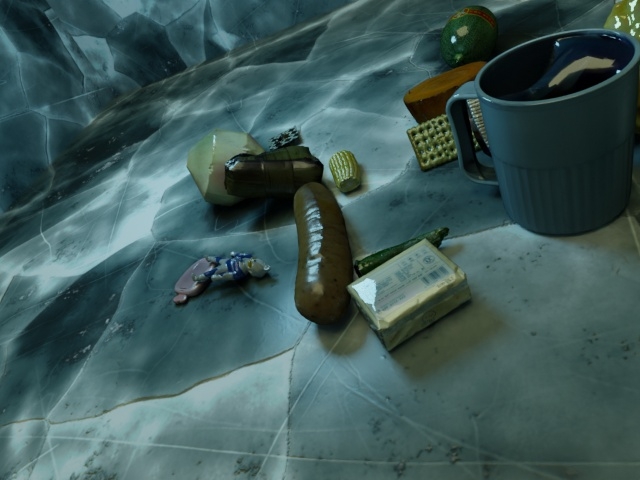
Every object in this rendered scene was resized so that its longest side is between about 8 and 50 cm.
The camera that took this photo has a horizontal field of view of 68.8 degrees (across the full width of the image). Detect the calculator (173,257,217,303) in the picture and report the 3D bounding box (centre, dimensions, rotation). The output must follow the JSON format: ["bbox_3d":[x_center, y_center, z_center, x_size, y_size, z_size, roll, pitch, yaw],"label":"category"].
[{"bbox_3d":[-0.347,0.107,1.287,0.103,0.024,0.165,1,44,33],"label":"calculator"}]

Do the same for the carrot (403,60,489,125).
[{"bbox_3d":[0.390,-0.449,1.397,0.259,0.100,0.307,1,41,46],"label":"carrot"}]

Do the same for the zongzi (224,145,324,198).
[{"bbox_3d":[-0.143,-0.232,1.438,0.287,0.138,0.300,0,33,-5],"label":"zongzi"}]

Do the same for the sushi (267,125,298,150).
[{"bbox_3d":[-0.131,-0.366,1.718,0.120,0.026,0.126,-26,32,6],"label":"sushi"}]

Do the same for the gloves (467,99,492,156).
[{"bbox_3d":[0.525,-0.318,1.131,0.313,0.135,0.210,-21,67,18],"label":"gloves"}]

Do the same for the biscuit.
[{"bbox_3d":[0.360,-0.288,1.261,0.232,0.016,0.138,-21,75,9],"label":"biscuit"}]

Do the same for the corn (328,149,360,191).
[{"bbox_3d":[0.071,-0.202,1.362,0.085,0.063,0.165,-13,40,3],"label":"corn"}]

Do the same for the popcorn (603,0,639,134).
[{"bbox_3d":[0.750,-0.365,0.945,0.382,0.348,0.349,-7,23,-35],"label":"popcorn"}]

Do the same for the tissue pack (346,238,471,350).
[{"bbox_3d":[0.169,0.102,0.914,0.196,0.092,0.148,-30,38,-5],"label":"tissue pack"}]

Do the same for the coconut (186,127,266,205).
[{"bbox_3d":[-0.309,-0.241,1.516,0.260,0.259,0.259,-17,38,14],"label":"coconut"}]

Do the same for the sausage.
[{"bbox_3d":[0.002,-0.002,1.122,0.136,0.123,0.500,-41,31,25],"label":"sausage"}]

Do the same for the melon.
[{"bbox_3d":[0.494,-0.672,1.562,0.183,0.182,0.287,0,46,32],"label":"melon"}]

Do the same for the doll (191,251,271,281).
[{"bbox_3d":[-0.224,0.065,1.222,0.228,0.057,0.114,0,35,25],"label":"doll"}]

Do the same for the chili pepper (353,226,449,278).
[{"bbox_3d":[0.181,0.027,1.007,0.227,0.088,0.059,-29,51,-5],"label":"chili pepper"}]

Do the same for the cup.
[{"bbox_3d":[0.430,-0.192,0.919,0.332,0.311,0.256,-10,40,23],"label":"cup"}]
